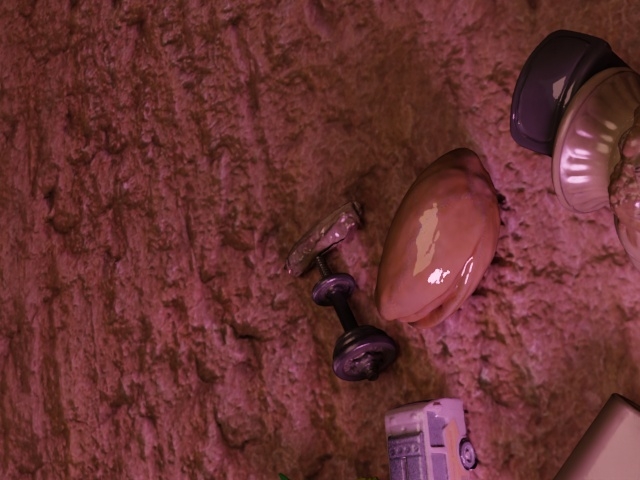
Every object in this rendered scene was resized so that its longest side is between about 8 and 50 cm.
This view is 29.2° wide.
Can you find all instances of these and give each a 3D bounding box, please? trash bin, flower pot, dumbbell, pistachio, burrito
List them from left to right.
[{"bbox_3d":[0.001,0.001,2.115,0.188,0.045,0.058,-39,34,26],"label":"burrito"},{"bbox_3d":[0.042,0.124,2.024,0.110,0.110,0.254,-41,52,22],"label":"dumbbell"},{"bbox_3d":[0.183,-0.003,1.908,0.181,0.162,0.293,26,99,55],"label":"pistachio"},{"bbox_3d":[0.373,-0.194,1.762,0.101,0.236,0.177,22,93,38],"label":"trash bin"},{"bbox_3d":[0.424,0.369,1.668,0.243,0.121,0.247,35,97,37],"label":"trash bin"},{"bbox_3d":[0.459,-0.099,1.634,0.244,0.307,0.307,26,95,42],"label":"flower pot"}]

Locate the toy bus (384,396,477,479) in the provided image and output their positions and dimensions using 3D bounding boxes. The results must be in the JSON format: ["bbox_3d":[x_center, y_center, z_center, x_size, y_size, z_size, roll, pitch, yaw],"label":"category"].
[{"bbox_3d":[0.168,0.407,1.833,0.097,0.138,0.343,-16,72,36],"label":"toy bus"}]

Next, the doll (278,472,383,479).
[{"bbox_3d":[0.024,0.432,1.955,0.186,0.106,0.134,-9,59,18],"label":"doll"}]
